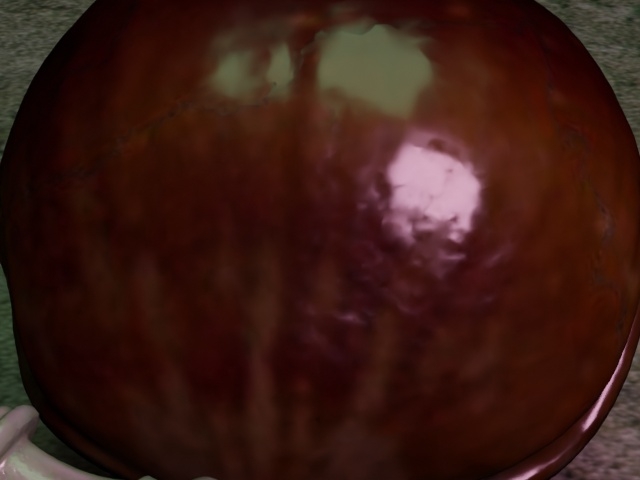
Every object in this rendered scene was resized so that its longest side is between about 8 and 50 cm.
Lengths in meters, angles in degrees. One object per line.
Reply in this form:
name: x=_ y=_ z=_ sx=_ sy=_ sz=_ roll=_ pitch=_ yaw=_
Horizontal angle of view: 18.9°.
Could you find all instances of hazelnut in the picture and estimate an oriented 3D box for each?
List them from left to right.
hazelnut: x=0.000 y=0.000 z=1.286 sx=0.429 sy=0.402 sz=0.402 roll=6 pitch=27 yaw=0

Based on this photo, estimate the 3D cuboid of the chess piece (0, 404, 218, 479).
chess piece: x=-0.179 y=0.140 z=1.119 sx=0.272 sy=0.139 sz=0.139 roll=35 pitch=34 yaw=7
